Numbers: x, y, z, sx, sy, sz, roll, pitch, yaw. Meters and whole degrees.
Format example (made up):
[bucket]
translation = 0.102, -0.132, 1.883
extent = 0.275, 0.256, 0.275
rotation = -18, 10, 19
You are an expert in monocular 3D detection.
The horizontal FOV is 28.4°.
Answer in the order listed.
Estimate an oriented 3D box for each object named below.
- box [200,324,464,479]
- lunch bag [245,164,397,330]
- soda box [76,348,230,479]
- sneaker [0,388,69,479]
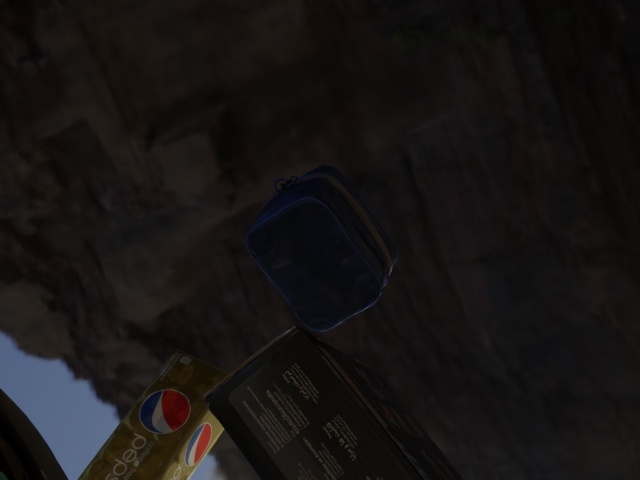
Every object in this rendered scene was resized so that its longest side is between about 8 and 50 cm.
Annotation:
[box]
translation = 0.056, 0.143, 0.535
extent = 0.220, 0.051, 0.175
rotation = 51, -177, 17
[lunch bag]
translation = 0.000, 0.000, 0.829
extent = 0.098, 0.067, 0.065
rotation = 55, -155, -13
[soda box]
translation = -0.145, 0.186, 1.090
extent = 0.181, 0.061, 0.058
rotation = -55, -26, -30
[sneaker]
translation = -0.186, 0.168, 0.564
extent = 0.124, 0.178, 0.295
rotation = 35, -146, -47
